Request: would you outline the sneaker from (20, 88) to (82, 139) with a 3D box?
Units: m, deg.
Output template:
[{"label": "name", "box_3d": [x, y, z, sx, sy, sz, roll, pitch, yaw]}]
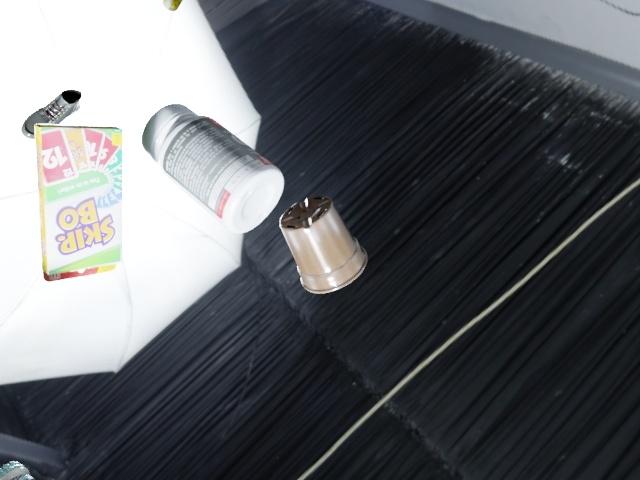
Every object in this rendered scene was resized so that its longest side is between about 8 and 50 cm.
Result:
[{"label": "sneaker", "box_3d": [-0.891, -0.427, 1.635, 0.083, 0.222, 0.118, 48, 152, -17]}]

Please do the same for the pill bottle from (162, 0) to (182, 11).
[{"label": "pill bottle", "box_3d": [-0.372, -0.626, 1.263, 0.043, 0.043, 0.083, 51, 148, -15]}]

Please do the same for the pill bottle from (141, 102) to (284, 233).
[{"label": "pill bottle", "box_3d": [-0.228, -0.158, 1.031, 0.283, 0.161, 0.161, 39, 167, 18]}]

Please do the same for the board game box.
[{"label": "board game box", "box_3d": [-0.391, -0.056, 0.811, 0.039, 0.124, 0.260, 27, 117, 40]}]

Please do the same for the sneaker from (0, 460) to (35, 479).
[{"label": "sneaker", "box_3d": [-0.661, 0.581, 0.946, 0.122, 0.283, 0.110, 25, 151, 17]}]

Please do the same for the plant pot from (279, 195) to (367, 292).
[{"label": "plant pot", "box_3d": [0.000, 0.000, 1.100, 0.167, 0.167, 0.165, 32, 153, 56]}]
